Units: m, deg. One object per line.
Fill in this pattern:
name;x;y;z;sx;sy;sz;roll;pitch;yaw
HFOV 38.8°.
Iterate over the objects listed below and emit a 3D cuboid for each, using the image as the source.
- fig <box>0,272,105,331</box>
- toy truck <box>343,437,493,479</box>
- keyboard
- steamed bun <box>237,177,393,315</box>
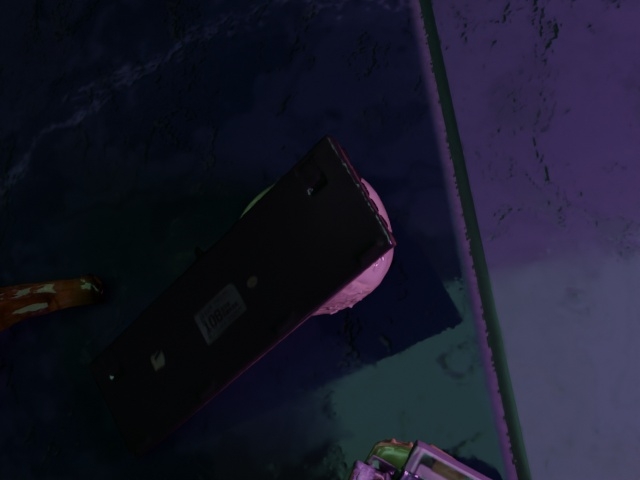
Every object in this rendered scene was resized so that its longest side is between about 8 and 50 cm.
fig;-0.346;0.100;0.799;0.290;0.190;0.190;-19;63;-32
toy truck;0.029;0.261;0.605;0.124;0.157;0.272;27;92;7
keyboard;-0.071;0.051;0.694;0.317;0.027;0.106;-41;68;31
steamed bun;0.000;0.000;0.714;0.130;0.091;0.112;-30;70;34
